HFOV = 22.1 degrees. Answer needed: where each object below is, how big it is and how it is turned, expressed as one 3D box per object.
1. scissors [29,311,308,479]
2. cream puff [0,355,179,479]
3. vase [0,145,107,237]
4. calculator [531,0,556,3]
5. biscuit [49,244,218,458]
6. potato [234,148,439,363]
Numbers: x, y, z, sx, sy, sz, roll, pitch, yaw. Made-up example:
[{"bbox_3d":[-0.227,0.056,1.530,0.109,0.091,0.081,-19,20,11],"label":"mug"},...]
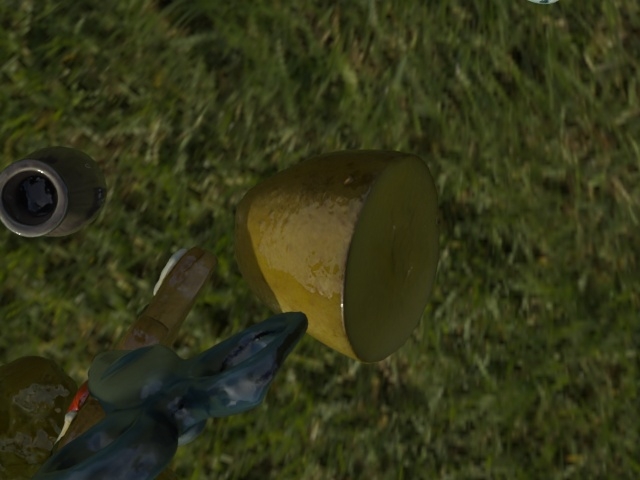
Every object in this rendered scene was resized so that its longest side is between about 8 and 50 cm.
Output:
[{"bbox_3d":[-0.083,0.073,0.779,0.138,0.289,0.041,-36,96,-11],"label":"scissors"},{"bbox_3d":[-0.250,0.247,1.470,0.323,0.274,0.270,-24,69,36],"label":"cream puff"},{"bbox_3d":[-0.156,-0.027,0.941,0.053,0.101,0.053,0,95,2],"label":"vase"},{"bbox_3d":[0.157,-0.259,1.342,0.021,0.095,0.153,-43,59,43],"label":"calculator"},{"bbox_3d":[-0.139,0.100,1.088,0.035,0.240,0.158,29,123,1],"label":"biscuit"},{"bbox_3d":[0.000,0.000,1.417,0.158,0.203,0.178,16,80,22],"label":"potato"}]
